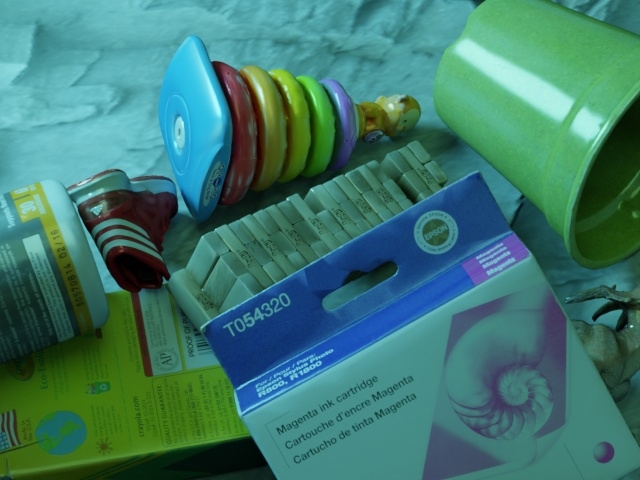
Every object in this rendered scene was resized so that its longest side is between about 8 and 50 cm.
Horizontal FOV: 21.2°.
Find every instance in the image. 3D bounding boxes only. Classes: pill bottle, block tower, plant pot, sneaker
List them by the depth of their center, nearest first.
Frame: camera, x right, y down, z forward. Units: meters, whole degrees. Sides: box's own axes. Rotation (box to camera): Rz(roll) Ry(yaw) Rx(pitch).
[{"bbox_3d":[-0.363,0.055,1.692,0.278,0.162,0.162,-20,61,-11],"label":"pill bottle"},{"bbox_3d":[0.000,0.000,1.822,0.335,0.097,0.091,-26,69,-37],"label":"block tower"},{"bbox_3d":[-0.198,-0.001,1.833,0.087,0.221,0.128,-23,81,17],"label":"sneaker"},{"bbox_3d":[0.275,-0.148,1.914,0.276,0.276,0.254,-38,55,-24],"label":"plant pot"}]

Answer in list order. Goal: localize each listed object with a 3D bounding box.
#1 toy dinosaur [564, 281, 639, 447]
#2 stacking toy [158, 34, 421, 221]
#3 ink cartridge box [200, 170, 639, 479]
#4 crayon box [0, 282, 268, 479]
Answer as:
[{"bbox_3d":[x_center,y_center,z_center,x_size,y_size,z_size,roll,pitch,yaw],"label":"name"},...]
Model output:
[{"bbox_3d":[0.255,0.118,1.805,0.296,0.127,0.200,-1,58,1],"label":"toy dinosaur"},{"bbox_3d":[-0.020,-0.131,1.949,0.302,0.175,0.165,-5,52,-23],"label":"stacking toy"},{"bbox_3d":[0.098,0.152,1.662,0.324,0.071,0.330,-30,95,1],"label":"ink cartridge box"},{"bbox_3d":[-0.225,0.156,1.776,0.319,0.081,0.202,-8,58,-9],"label":"crayon box"}]
